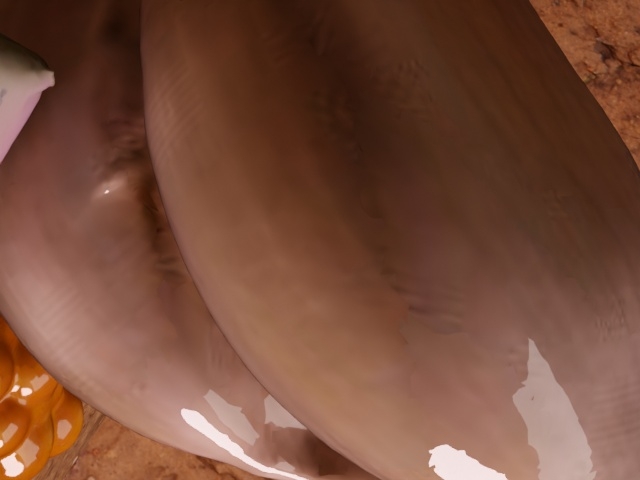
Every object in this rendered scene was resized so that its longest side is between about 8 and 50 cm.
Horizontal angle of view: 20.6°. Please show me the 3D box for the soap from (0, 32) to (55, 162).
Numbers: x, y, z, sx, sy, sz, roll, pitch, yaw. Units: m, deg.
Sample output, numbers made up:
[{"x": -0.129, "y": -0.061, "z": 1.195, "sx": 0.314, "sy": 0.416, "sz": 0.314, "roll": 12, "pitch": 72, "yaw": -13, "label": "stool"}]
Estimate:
[{"x": -0.221, "y": -0.024, "z": 0.551, "sx": 0.199, "sy": 0.182, "sz": 0.138, "roll": -58, "pitch": 174, "yaw": 6, "label": "soap"}]

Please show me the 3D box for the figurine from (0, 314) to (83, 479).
[{"x": -0.194, "y": 0.006, "z": 0.830, "sx": 0.205, "sy": 0.224, "sz": 0.382, "roll": -40, "pitch": -175, "yaw": 24, "label": "figurine"}]

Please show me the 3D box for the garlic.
[{"x": 0.000, "y": 0.000, "z": 0.670, "sx": 0.231, "sy": 0.340, "sz": 0.246, "roll": -30, "pitch": -179, "yaw": 27, "label": "garlic"}]
